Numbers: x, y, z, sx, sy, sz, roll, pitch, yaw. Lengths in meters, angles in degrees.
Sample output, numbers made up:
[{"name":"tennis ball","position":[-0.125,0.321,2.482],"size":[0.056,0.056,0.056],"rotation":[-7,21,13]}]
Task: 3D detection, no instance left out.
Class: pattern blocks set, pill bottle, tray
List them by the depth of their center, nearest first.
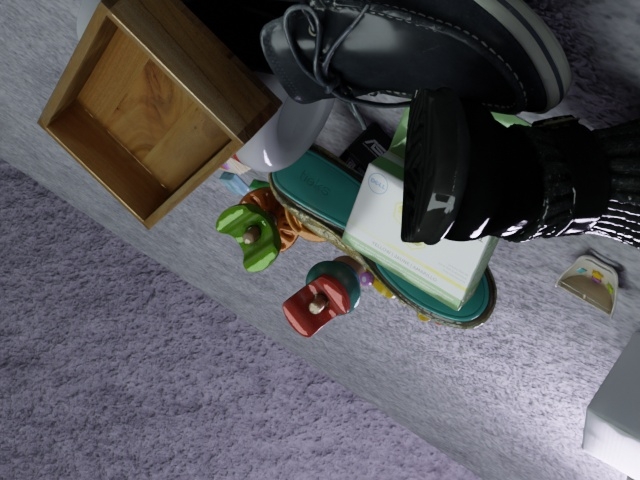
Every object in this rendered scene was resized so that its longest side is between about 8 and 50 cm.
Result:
[{"name":"tray","position":[-0.202,-0.148,1.349],"size":[0.203,0.076,0.411],"rotation":[45,155,-8]},{"name":"pill bottle","position":[-0.149,-0.226,1.451],"size":[0.323,0.181,0.181],"rotation":[29,163,25]},{"name":"pattern blocks set","position":[-0.216,-0.182,2.023],"size":[0.325,0.026,0.285],"rotation":[42,164,-21]}]

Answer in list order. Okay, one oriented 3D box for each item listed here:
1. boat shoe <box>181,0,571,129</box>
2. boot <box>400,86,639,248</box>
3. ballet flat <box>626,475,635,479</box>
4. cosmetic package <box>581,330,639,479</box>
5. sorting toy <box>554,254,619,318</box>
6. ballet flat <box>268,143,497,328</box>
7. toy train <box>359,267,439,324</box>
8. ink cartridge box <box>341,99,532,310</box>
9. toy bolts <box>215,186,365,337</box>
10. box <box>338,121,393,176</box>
[{"name":"boat shoe","position":[0.024,-0.209,1.183],"size":[0.500,0.156,0.187],"rotation":[24,159,33]},{"name":"boot","position":[0.204,-0.058,1.023],"size":[0.260,0.131,0.348],"rotation":[3,-178,4]},{"name":"ballet flat","position":[0.648,0.384,1.680],"size":[0.409,0.147,0.147],"rotation":[22,159,35]},{"name":"cosmetic package","position":[0.489,0.263,1.578],"size":[0.224,0.138,0.224],"rotation":[29,165,20]},{"name":"sorting toy","position":[0.346,0.048,1.454],"size":[0.083,0.045,0.075],"rotation":[32,157,18]},{"name":"ballet flat","position":[0.084,-0.007,1.483],"size":[0.348,0.123,0.123],"rotation":[36,165,16]},{"name":"toy train","position":[0.118,0.045,1.566],"size":[0.166,0.046,0.125],"rotation":[33,-153,10]},{"name":"ink cartridge box","position":[0.136,-0.057,1.326],"size":[0.171,0.056,0.235],"rotation":[32,128,17]},{"name":"toy bolts","position":[0.000,0.000,1.684],"size":[0.218,0.158,0.228],"rotation":[-29,97,29]},{"name":"box","position":[0.097,-0.034,1.634],"size":[0.216,0.060,0.270],"rotation":[44,161,0]}]
